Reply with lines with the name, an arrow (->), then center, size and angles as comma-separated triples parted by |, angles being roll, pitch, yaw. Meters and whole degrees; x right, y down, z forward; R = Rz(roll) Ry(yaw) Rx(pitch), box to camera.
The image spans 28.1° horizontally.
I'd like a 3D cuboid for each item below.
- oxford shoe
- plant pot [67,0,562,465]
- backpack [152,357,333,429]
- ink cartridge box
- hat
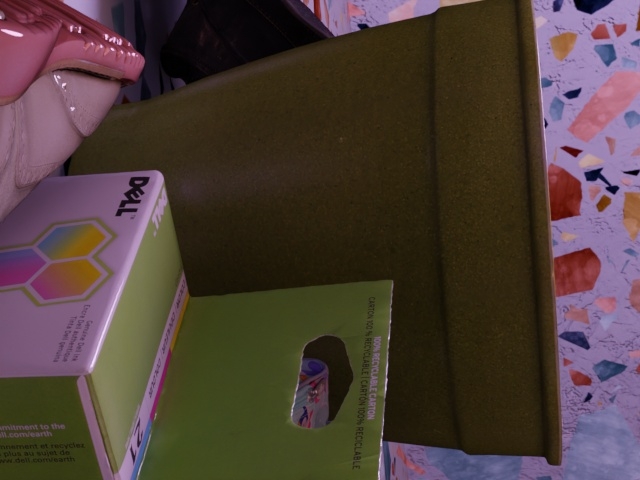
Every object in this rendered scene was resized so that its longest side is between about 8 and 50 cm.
oxford shoe -> -0.194, -0.070, 0.660 | 0.146, 0.141, 0.397 | -64, 180, 8
plant pot -> 0.000, 0.000, 1.009 | 0.366, 0.353, 0.366 | -4, 90, -82
backpack -> -0.092, 0.176, 0.786 | 0.253, 0.225, 0.191 | -40, 124, -67
ink cartridge box -> -0.095, 0.046, 0.694 | 0.188, 0.255, 0.097 | -81, 165, -56
hat -> -0.071, -0.173, 1.223 | 0.331, 0.134, 0.331 | 45, 1, -1
